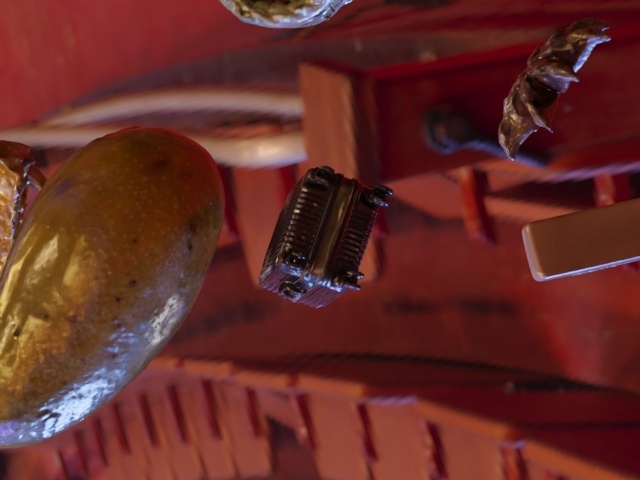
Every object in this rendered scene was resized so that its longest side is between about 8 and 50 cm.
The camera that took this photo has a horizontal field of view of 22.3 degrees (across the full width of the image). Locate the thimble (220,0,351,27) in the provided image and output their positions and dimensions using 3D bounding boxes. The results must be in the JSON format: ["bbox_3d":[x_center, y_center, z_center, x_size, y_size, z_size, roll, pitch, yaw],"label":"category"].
[{"bbox_3d":[-0.029,-0.213,1.314,0.110,0.062,0.084,21,106,15],"label":"thimble"}]

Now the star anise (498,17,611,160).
[{"bbox_3d":[0.189,-0.134,1.341,0.042,0.141,0.141,34,158,-7],"label":"star anise"}]

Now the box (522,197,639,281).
[{"bbox_3d":[0.213,-0.002,1.243,0.025,0.115,0.048,127,130,-74],"label":"box"}]

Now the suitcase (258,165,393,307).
[{"bbox_3d":[0.000,0.000,1.129,0.126,0.059,0.086,138,152,-76],"label":"suitcase"}]

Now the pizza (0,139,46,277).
[{"bbox_3d":[-0.392,-0.006,1.836,0.288,0.251,0.074,42,-154,-21],"label":"pizza"}]

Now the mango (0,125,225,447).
[{"bbox_3d":[-0.204,0.048,1.465,0.329,0.177,0.176,-67,21,-5],"label":"mango"}]
